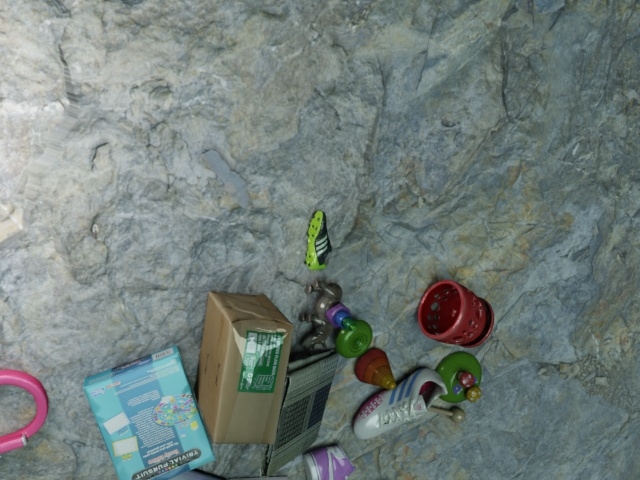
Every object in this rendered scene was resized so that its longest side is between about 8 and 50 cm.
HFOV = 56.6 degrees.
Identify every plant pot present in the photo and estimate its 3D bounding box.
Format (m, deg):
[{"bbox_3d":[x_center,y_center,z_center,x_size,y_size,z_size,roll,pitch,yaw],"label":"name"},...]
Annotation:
[{"bbox_3d":[0.427,0.238,1.857,0.174,0.191,0.191,26,92,-32],"label":"plant pot"}]

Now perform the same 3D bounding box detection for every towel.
[{"bbox_3d":[-0.063,0.482,1.705,0.324,0.056,0.312,-3,110,-64],"label":"towel"}]

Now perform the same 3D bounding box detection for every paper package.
[{"bbox_3d":[-0.209,0.325,1.564,0.168,0.309,0.324,6,99,-23],"label":"paper package"}]

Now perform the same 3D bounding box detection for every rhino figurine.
[{"bbox_3d":[-0.001,0.231,1.750,0.106,0.073,0.243,8,102,-27],"label":"rhino figurine"}]

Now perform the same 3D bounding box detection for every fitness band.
[{"bbox_3d":[-0.842,0.438,1.491,0.291,0.054,0.208,-12,106,-19],"label":"fitness band"}]

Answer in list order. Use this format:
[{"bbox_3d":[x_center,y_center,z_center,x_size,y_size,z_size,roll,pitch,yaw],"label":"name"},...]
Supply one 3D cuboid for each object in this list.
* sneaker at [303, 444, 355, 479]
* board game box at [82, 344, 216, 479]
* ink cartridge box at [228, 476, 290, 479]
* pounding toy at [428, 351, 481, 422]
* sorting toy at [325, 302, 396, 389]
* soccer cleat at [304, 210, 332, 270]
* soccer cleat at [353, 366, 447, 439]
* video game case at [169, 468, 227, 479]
[{"bbox_3d":[0.048,0.786,1.886,0.161,0.102,0.282,-13,107,-21],"label":"sneaker"},{"bbox_3d":[-0.461,0.489,1.619,0.254,0.079,0.335,-19,103,-16],"label":"board game box"},{"bbox_3d":[-0.195,0.868,1.803,0.199,0.115,0.272,7,100,-23],"label":"ink cartridge box"},{"bbox_3d":[0.467,0.497,1.970,0.183,0.110,0.236,23,93,-24],"label":"pounding toy"},{"bbox_3d":[0.138,0.333,1.758,0.127,0.126,0.365,-39,127,-11],"label":"sorting toy"},{"bbox_3d":[0.000,0.000,1.709,0.072,0.060,0.178,-1,109,-30],"label":"soccer cleat"},{"bbox_3d":[0.252,0.524,1.876,0.331,0.143,0.116,-36,112,-9],"label":"soccer cleat"},{"bbox_3d":[-0.436,0.744,1.732,0.274,0.026,0.196,30,91,-25],"label":"video game case"}]
